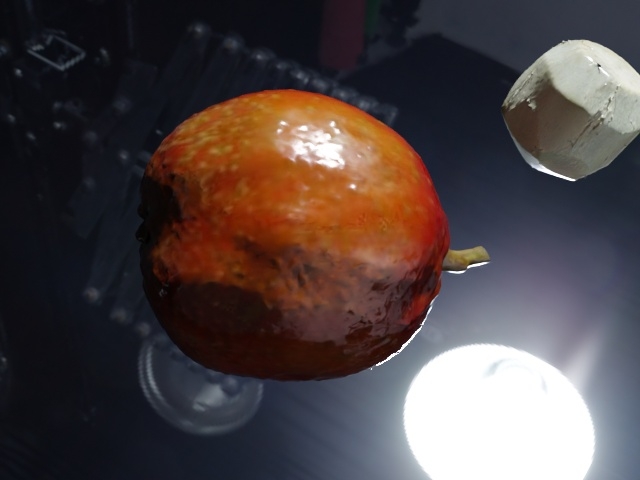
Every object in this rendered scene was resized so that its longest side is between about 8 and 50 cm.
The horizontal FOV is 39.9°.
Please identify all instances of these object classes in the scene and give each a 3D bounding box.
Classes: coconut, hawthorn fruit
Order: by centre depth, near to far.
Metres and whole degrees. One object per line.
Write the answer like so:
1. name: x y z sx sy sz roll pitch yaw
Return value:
1. hawthorn fruit: 0.000 0.000 0.625 0.205 0.254 0.205 -178 90 -86
2. coconut: 0.301 -0.151 1.068 0.162 0.161 0.161 -54 -11 32
